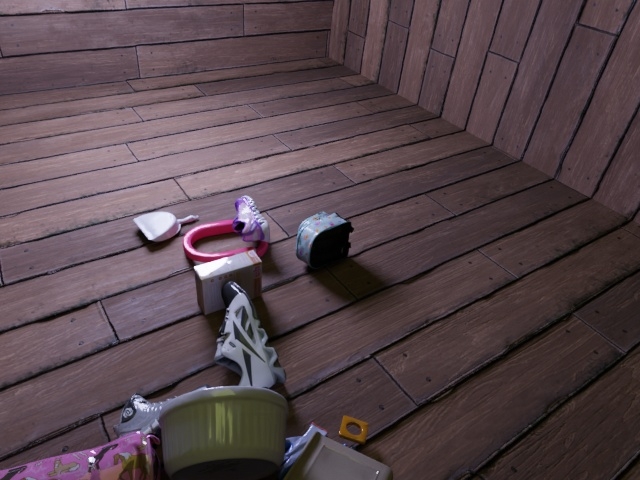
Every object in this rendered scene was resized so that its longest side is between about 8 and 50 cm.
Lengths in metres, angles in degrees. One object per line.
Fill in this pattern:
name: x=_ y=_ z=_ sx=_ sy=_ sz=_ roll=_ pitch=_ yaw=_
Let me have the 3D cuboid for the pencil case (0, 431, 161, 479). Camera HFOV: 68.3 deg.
pencil case: x=-0.497 y=0.488 z=0.890 sx=0.386 sy=0.167 sz=0.160 roll=-7 pitch=23 yaw=-18

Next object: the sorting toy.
sorting toy: x=0.037 y=0.507 z=0.980 sx=0.196 sy=0.047 sz=0.348 roll=22 pitch=26 yaw=17

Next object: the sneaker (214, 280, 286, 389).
sneaker: x=-0.224 y=0.251 z=1.245 sx=0.146 sy=0.122 sz=0.330 roll=-19 pitch=54 yaw=-20

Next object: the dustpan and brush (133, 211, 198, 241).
dustpan and brush: x=-0.535 y=-0.062 z=1.684 sx=0.211 sy=0.060 sz=0.147 roll=-29 pitch=51 yaw=-28

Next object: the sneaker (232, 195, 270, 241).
sneaker: x=-0.260 y=-0.071 z=1.622 sx=0.105 sy=0.095 sz=0.236 roll=-17 pitch=42 yaw=-21

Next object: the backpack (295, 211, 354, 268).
backpack: x=0.000 y=0.000 z=1.581 sx=0.144 sy=0.165 sz=0.188 roll=31 pitch=41 yaw=30

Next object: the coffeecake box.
coffeecake box: x=-0.271 y=0.124 z=1.402 sx=0.186 sy=0.142 sz=0.068 roll=-16 pitch=42 yaw=-27

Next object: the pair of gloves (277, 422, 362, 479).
pair of gloves: x=-0.005 y=0.499 z=1.058 sx=0.198 sy=0.023 sz=0.159 roll=27 pitch=42 yaw=23

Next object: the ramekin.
ramekin: x=-0.193 y=0.409 z=0.963 sx=0.273 sy=0.272 sz=0.127 roll=-2 pitch=52 yaw=-10

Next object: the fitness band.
fitness band: x=-0.323 y=0.007 z=1.624 sx=0.291 sy=0.054 sz=0.209 roll=-9 pitch=38 yaw=-21

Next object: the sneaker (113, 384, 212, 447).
sneaker: x=-0.375 y=0.384 z=1.103 sx=0.132 sy=0.086 sz=0.229 roll=32 pitch=45 yaw=32
